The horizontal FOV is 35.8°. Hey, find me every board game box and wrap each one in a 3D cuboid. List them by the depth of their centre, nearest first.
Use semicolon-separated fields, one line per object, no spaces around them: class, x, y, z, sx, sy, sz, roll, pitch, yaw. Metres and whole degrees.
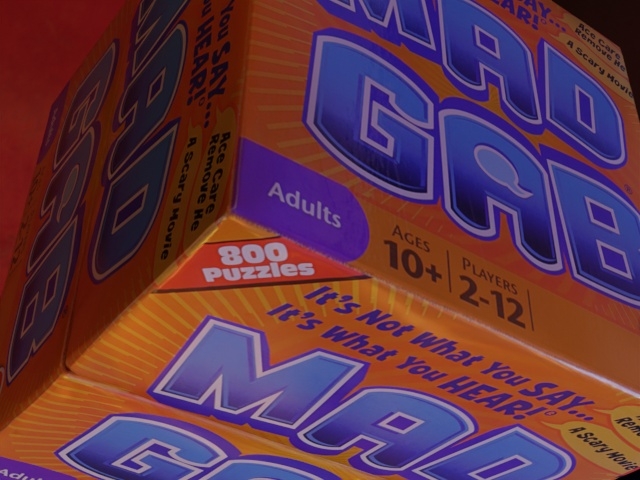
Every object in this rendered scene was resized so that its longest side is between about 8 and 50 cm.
board game box;0.000;0.000;0.741;0.356;0.356;0.356;24;137;-27

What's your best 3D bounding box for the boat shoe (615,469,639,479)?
boat shoe;0.222;0.211;0.930;0.500;0.186;0.156;-23;147;20
